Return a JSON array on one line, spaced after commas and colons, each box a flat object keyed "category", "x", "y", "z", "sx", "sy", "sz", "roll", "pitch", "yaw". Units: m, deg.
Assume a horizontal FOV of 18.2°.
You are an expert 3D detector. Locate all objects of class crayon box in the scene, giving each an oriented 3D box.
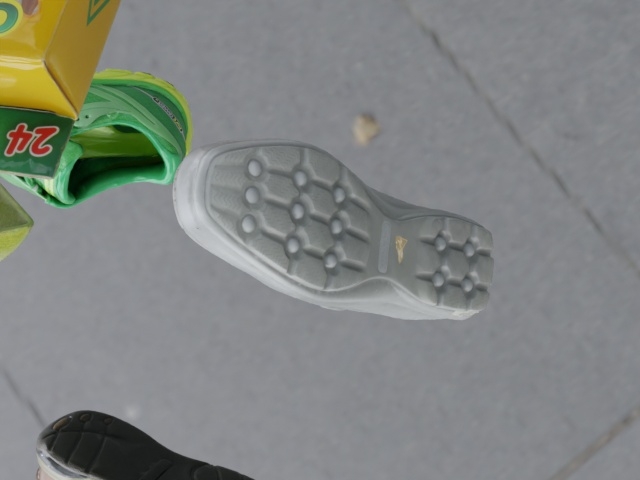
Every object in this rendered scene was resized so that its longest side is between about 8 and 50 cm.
[{"category": "crayon box", "x": -0.241, "y": -0.206, "z": 1.445, "sx": 0.202, "sy": 0.318, "sz": 0.081, "roll": 7, "pitch": 153, "yaw": 18}]

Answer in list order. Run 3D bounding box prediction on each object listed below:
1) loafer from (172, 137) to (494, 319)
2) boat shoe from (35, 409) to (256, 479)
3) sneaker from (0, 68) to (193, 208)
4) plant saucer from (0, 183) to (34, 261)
[{"category": "loafer", "x": 0.000, "y": 0.000, "z": 1.445, "sx": 0.111, "sy": 0.319, "sz": 0.112, "roll": -2, "pitch": 74, "yaw": 40}, {"category": "boat shoe", "x": -0.138, "y": 0.283, "z": 1.931, "sx": 0.324, "sy": 0.122, "sz": 0.120, "roll": 27, "pitch": 123, "yaw": 22}, {"category": "sneaker", "x": -0.261, "y": -0.098, "z": 1.818, "sx": 0.123, "sy": 0.295, "sz": 0.109, "roll": -103, "pitch": 14, "yaw": -50}, {"category": "plant saucer", "x": -0.385, "y": -0.009, "z": 1.897, "sx": 0.188, "sy": 0.188, "sz": 0.045, "roll": -141, "pitch": 43, "yaw": -57}]
